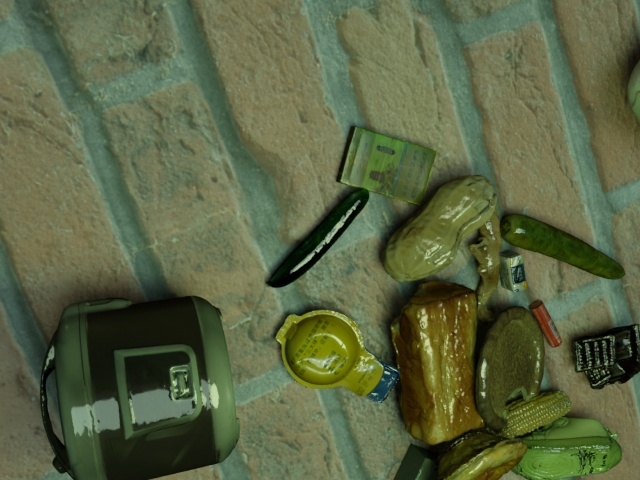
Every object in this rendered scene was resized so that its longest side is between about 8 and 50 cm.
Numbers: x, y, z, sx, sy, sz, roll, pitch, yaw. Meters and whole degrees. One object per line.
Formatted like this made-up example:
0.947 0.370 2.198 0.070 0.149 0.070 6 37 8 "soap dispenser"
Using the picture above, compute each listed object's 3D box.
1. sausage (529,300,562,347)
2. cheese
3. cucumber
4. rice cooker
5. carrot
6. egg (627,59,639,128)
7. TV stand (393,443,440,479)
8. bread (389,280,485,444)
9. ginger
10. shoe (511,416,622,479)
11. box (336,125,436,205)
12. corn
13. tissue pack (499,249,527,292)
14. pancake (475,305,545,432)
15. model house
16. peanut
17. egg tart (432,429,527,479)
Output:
0.529 0.200 1.694 0.034 0.034 0.129 -35 107 -9 "sausage"
0.035 0.246 1.512 0.270 0.069 0.177 30 98 -5 "cheese"
0.000 0.000 1.493 0.284 0.056 0.056 -45 108 -1 "cucumber"
-0.327 0.264 1.298 0.325 0.335 0.335 -7 101 -15 "rice cooker"
0.564 0.021 1.658 0.358 0.074 0.074 20 93 -20 "carrot"
0.822 -0.332 1.570 0.336 0.278 0.278 1 98 -21 "egg"
0.196 0.604 1.633 0.088 0.083 0.270 25 90 -21 "TV stand"
0.252 0.260 1.562 0.195 0.149 0.344 -12 102 -28 "bread"
0.364 0.055 1.602 0.089 0.075 0.288 -4 96 -38 "ginger"
0.564 0.492 1.702 0.262 0.128 0.140 -7 111 14 "shoe"
0.139 -0.155 1.522 0.193 0.030 0.121 14 94 -18 "box"
0.445 0.416 1.678 0.288 0.086 0.087 -16 103 -16 "corn"
0.429 0.069 1.628 0.042 0.062 0.083 -15 102 -10 "tissue pack"
0.422 0.282 1.599 0.288 0.033 0.286 32 66 -44 "pancake"
0.667 0.281 1.710 0.152 0.106 0.165 -12 97 -17 "model house"
0.251 -0.026 1.523 0.290 0.130 0.130 -47 108 -4 "peanut"
0.323 0.476 1.536 0.241 0.106 0.241 -25 147 -17 "egg tart"
